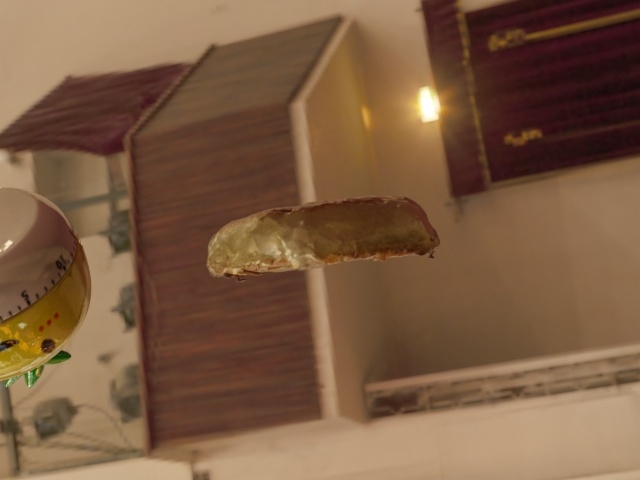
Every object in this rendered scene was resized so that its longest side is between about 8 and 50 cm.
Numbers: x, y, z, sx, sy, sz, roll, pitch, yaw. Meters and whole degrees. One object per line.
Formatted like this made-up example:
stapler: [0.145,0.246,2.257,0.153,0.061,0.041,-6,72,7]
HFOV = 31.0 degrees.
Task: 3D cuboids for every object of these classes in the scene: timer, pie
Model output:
timer: [-0.424,0.093,1.550,0.285,0.285,0.285,-11,-90,-76]
pie: [0.000,0.000,1.530,0.315,0.315,0.092,7,-105,-75]
